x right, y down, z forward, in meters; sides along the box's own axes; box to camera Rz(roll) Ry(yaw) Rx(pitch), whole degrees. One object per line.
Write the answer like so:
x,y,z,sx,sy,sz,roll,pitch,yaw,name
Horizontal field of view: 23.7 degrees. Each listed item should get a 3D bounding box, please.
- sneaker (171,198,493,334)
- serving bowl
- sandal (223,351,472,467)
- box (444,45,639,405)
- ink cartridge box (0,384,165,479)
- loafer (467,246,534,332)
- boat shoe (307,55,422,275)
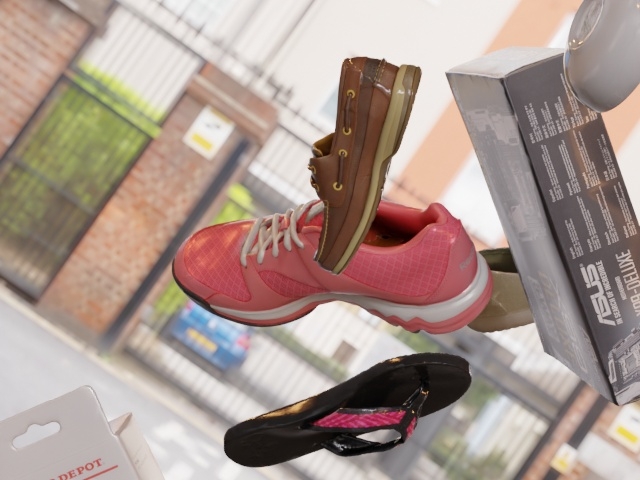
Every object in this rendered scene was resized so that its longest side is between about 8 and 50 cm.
0.001,0.000,1.419,0.314,0.116,0.136,2,-39,20,sneaker
0.148,-0.109,0.783,0.027,0.083,0.083,22,0,-15,serving bowl
0.021,0.123,1.007,0.067,0.179,0.040,51,22,-46,sandal
0.221,-0.023,1.400,0.242,0.076,0.307,-129,-162,-79,box
-0.172,0.209,1.148,0.067,0.115,0.198,-67,133,-80,ink cartridge box
0.282,0.030,1.734,0.102,0.268,0.092,-92,163,-62,loafer
0.021,-0.056,1.102,0.060,0.178,0.064,18,33,0,boat shoe
